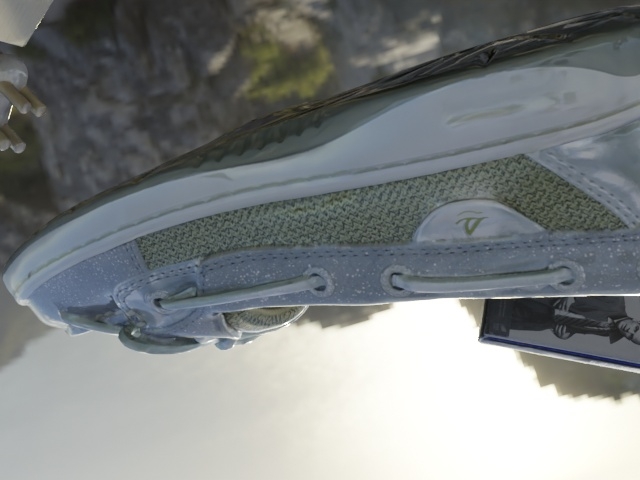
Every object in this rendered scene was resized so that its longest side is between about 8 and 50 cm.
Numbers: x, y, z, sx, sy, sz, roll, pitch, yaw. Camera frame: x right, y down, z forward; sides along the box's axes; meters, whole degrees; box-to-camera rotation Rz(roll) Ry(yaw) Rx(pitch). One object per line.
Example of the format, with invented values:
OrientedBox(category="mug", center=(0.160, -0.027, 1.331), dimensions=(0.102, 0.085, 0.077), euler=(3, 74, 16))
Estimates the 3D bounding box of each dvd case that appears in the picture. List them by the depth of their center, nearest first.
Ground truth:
OrientedBox(category="dvd case", center=(0.241, 0.007, 1.075), dimensions=(0.239, 0.179, 0.029), euler=(11, 163, -2))

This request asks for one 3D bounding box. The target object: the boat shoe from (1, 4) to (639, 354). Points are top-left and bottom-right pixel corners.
OrientedBox(category="boat shoe", center=(0.002, -0.001, 0.601), dimensions=(0.320, 0.103, 0.118), euler=(-16, -171, 33))

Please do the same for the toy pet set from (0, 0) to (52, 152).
OrientedBox(category="toy pet set", center=(-0.139, -0.069, 0.475), dimensions=(0.114, 0.065, 0.122), euler=(-54, 154, 14))
